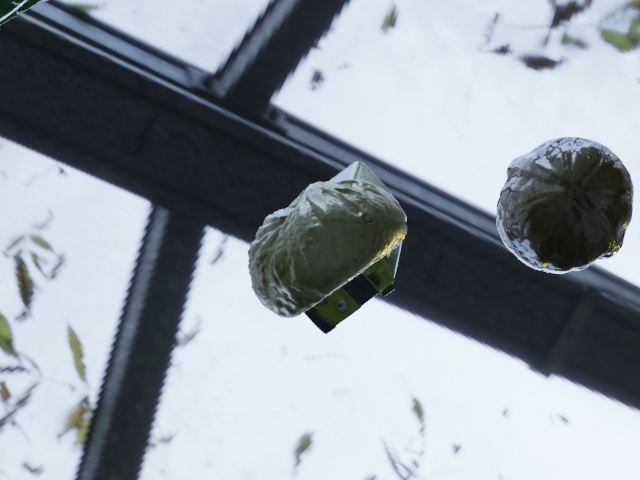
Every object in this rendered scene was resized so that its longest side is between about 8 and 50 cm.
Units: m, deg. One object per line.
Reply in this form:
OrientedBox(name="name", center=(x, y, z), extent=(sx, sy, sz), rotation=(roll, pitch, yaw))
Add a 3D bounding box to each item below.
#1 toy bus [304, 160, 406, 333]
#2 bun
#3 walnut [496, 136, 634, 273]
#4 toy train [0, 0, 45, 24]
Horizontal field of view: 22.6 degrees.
OrientedBox(name="toy bus", center=(0.019, 0.002, 1.428), extent=(0.101, 0.175, 0.088), rotation=(-35, -78, 17))
OrientedBox(name="bun", center=(0.000, 0.000, 1.074), extent=(0.115, 0.115, 0.069), rotation=(-33, -93, -12))
OrientedBox(name="walnut", center=(0.242, -0.035, 1.589), extent=(0.140, 0.162, 0.140), rotation=(0, -88, -12))
OrientedBox(name="toy train", center=(-0.147, -0.124, 0.670), extent=(0.149, 0.081, 0.099), rotation=(-32, -41, 21))
